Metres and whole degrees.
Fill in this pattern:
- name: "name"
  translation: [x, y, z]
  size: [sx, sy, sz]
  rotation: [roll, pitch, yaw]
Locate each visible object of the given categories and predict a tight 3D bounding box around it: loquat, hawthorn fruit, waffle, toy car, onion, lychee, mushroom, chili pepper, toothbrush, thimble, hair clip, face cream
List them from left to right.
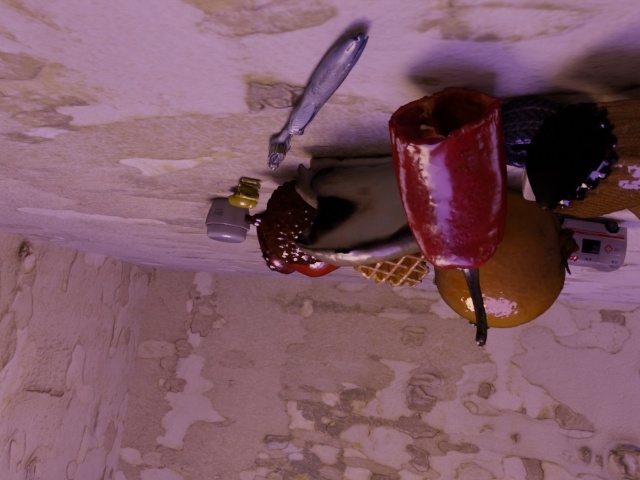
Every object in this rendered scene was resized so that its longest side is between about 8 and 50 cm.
- name: "face cream"
  translation: [-0.243, -0.050, 1.374]
  size: [0.117, 0.104, 0.117]
  rotation: [7, 170, 1]
- name: "hair clip"
  translation: [-0.173, -0.101, 1.211]
  size: [0.072, 0.046, 0.173]
  rotation: [13, 170, -17]
- name: "onion"
  translation: [-0.103, 0.001, 1.476]
  size: [0.147, 0.183, 0.184]
  rotation: [-33, 162, 7]
- name: "lychee"
  translation: [-0.040, -0.037, 1.093]
  size: [0.239, 0.199, 0.200]
  rotation: [0, 170, -2]
- name: "toothbrush"
  translation: [-0.020, -0.178, 0.721]
  size: [0.035, 0.042, 0.413]
  rotation: [10, 167, -16]
- name: "hawthorn fruit"
  translation: [0.000, 0.000, 1.343]
  size: [0.179, 0.178, 0.200]
  rotation: [12, 152, -29]
- name: "mushroom"
  translation: [0.091, -0.028, 0.904]
  size: [0.292, 0.217, 0.212]
  rotation: [8, 151, 16]
- name: "waffle"
  translation: [0.198, 0.019, 1.257]
  size: [0.284, 0.065, 0.309]
  rotation: [-15, 139, 18]
- name: "chili pepper"
  translation: [0.186, -0.030, 0.707]
  size: [0.131, 0.135, 0.338]
  rotation: [31, 150, 50]
- name: "loquat"
  translation: [0.359, 0.028, 1.021]
  size: [0.275, 0.274, 0.275]
  rotation: [6, 170, 1]
- name: "thimble"
  translation: [0.274, -0.138, 0.679]
  size: [0.105, 0.066, 0.095]
  rotation: [14, 167, -25]
- name: "toy car"
  translation: [0.570, 0.004, 1.165]
  size: [0.210, 0.108, 0.089]
  rotation: [8, 172, -3]

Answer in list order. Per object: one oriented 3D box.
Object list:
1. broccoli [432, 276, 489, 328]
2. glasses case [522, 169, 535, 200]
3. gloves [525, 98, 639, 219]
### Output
- name: "broccoli"
  translation: [0.493, 0.145, 1.628]
  size: [0.246, 0.264, 0.295]
  rotation: [16, -158, 37]
- name: "glasses case"
  translation: [0.460, -0.102, 0.748]
  size: [0.313, 0.070, 0.131]
  rotation: [3, 170, 18]
- name: "gloves"
  translation: [0.417, -0.088, 0.587]
  size: [0.357, 0.155, 0.203]
  rotation: [10, 150, -7]
